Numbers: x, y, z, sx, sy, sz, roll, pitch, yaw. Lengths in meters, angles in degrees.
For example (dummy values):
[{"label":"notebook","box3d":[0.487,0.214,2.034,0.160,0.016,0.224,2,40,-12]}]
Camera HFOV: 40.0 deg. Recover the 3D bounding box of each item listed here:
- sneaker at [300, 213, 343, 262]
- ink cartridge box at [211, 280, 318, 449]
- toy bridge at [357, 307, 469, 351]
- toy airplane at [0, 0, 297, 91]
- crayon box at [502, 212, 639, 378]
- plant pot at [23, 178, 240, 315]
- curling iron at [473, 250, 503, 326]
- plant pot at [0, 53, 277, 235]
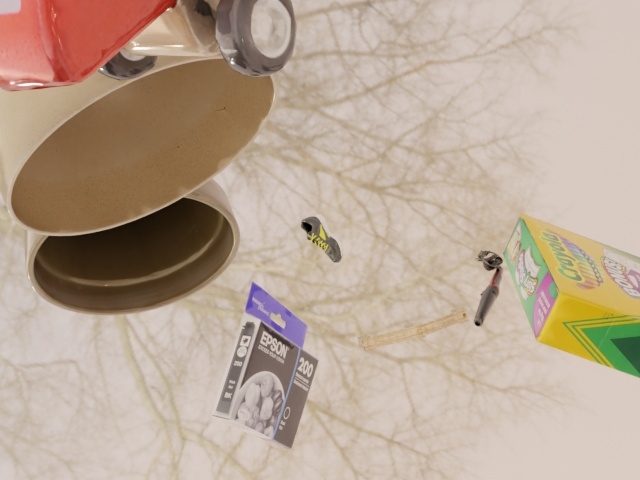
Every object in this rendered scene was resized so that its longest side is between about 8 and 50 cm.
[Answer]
[{"label":"sneaker","box3d":[0.000,0.000,1.204,0.083,0.035,0.031,56,-43,32]},{"label":"ink cartridge box","box3d":[-0.072,0.195,1.342,0.045,0.206,0.208,5,-111,28]},{"label":"toy bridge","box3d":[0.151,0.145,1.413,0.063,0.188,0.026,156,-82,-78]},{"label":"toy airplane","box3d":[-0.094,-0.313,0.514,0.386,0.272,0.384,-36,-128,12]},{"label":"crayon box","box3d":[0.508,0.104,1.557,0.363,0.313,0.106,-85,-164,-68]},{"label":"plant pot","box3d":[-0.314,-0.081,1.399,0.323,0.323,0.280,-40,-128,30]},{"label":"curling iron","box3d":[0.331,0.099,1.773,0.035,0.068,0.274,-58,-178,33]},{"label":"plant pot","box3d":[-0.211,-0.162,0.876,0.284,0.284,0.191,-39,-107,31]}]
